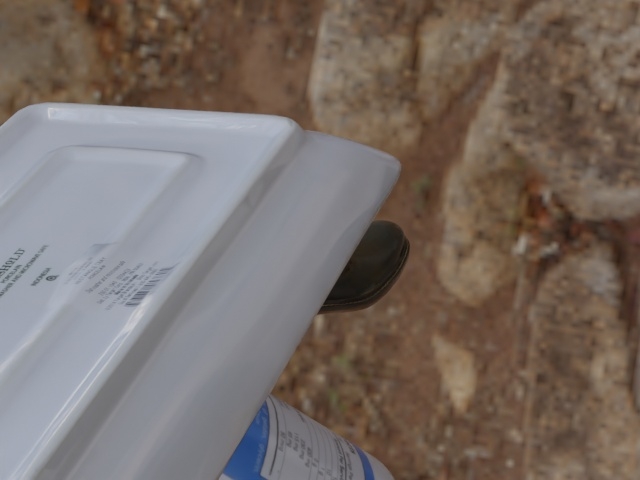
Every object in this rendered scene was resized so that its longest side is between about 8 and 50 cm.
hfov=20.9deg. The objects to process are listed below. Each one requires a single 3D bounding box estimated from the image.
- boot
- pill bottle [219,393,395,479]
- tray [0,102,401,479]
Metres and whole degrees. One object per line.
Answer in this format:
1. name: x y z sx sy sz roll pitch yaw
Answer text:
1. boot: 0.000 0.000 1.343 0.082 0.219 0.106 23 123 32
2. pill bottle: -0.037 0.141 0.861 0.124 0.221 0.124 -39 31 29
3. tray: -0.080 0.020 0.463 0.270 0.145 0.030 -58 -31 -57
